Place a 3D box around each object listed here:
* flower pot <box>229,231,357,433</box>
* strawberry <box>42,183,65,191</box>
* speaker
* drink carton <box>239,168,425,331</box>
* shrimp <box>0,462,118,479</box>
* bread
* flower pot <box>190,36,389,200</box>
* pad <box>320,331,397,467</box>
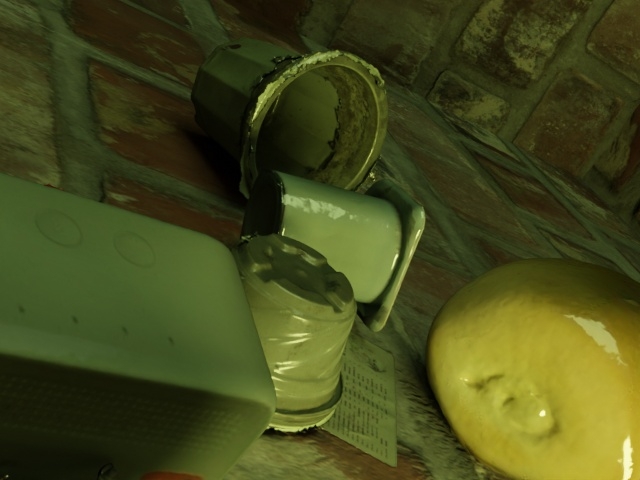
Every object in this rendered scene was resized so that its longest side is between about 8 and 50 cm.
[{"bbox_3d":[-0.052,0.082,1.043,0.236,0.140,0.235,26,21,-11],"label":"flower pot"},{"bbox_3d":[-0.285,-0.002,0.924,0.148,0.131,0.131,33,19,-24],"label":"strawberry"},{"bbox_3d":[-0.235,0.076,0.742,0.406,0.183,0.184,18,31,-37],"label":"speaker"},{"bbox_3d":[0.000,0.000,1.290,0.190,0.185,0.191,9,20,-23],"label":"drink carton"},{"bbox_3d":[-0.222,0.214,0.620,0.145,0.059,0.254,22,26,-3],"label":"shrimp"},{"bbox_3d":[0.342,0.168,1.287,0.348,0.253,0.376,40,19,27],"label":"bread"},{"bbox_3d":[-0.070,-0.202,1.540,0.290,0.290,0.259,11,19,-45],"label":"flower pot"},{"bbox_3d":[0.027,0.163,1.174,0.160,0.009,0.265,31,21,-8],"label":"pad"}]
